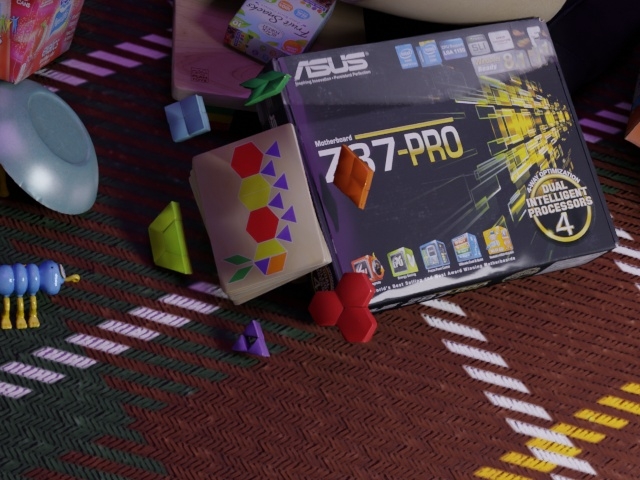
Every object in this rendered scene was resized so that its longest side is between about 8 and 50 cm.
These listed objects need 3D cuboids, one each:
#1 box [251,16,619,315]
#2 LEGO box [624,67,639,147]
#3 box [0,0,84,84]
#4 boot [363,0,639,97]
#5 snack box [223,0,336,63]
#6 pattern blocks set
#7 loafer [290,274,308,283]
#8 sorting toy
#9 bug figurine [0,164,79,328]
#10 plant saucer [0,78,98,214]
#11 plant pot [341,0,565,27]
[{"bbox_3d":[0.143,-0.091,1.765,0.395,0.097,0.318,-11,77,-24],"label":"box"},{"bbox_3d":[0.688,-0.172,1.916,0.500,0.193,0.372,30,42,-5],"label":"LEGO box"},{"bbox_3d":[-0.377,-0.287,1.742,0.128,0.122,0.257,22,17,-2],"label":"box"},{"bbox_3d":[0.294,-0.376,2.090,0.367,0.146,0.445,43,55,4],"label":"boot"},{"bbox_3d":[-0.051,-0.285,1.858,0.100,0.037,0.141,26,48,4],"label":"snack box"},{"bbox_3d":[-0.069,-0.029,1.653,0.286,0.026,0.324,-9,83,22],"label":"pattern blocks set"},{"bbox_3d":[0.000,0.000,1.759,0.056,0.050,0.148,40,51,15],"label":"loafer"},{"bbox_3d":[-0.073,-0.247,1.905,0.257,0.089,0.255,7,51,-13],"label":"sorting toy"},{"bbox_3d":[-0.401,-0.027,1.632,0.216,0.072,0.279,-7,56,-23],"label":"bug figurine"},{"bbox_3d":[-0.318,-0.122,1.685,0.195,0.037,0.195,45,26,-29],"label":"plant saucer"},{"bbox_3d":[0.185,-0.377,1.828,0.274,0.256,0.256,18,46,-32],"label":"plant pot"}]
